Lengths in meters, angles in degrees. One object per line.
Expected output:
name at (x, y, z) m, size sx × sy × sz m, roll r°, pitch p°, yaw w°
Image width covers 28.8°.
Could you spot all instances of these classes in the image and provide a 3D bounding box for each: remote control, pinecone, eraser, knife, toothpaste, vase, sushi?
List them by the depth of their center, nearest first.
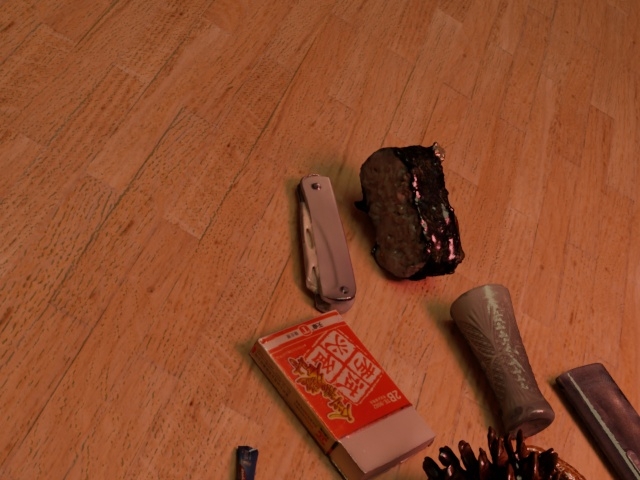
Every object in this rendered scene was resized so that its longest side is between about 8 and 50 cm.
toothpaste at (-0.090, 0.281, 1.498) m, size 0.027 × 0.019 × 0.083 m, roll 4°, pitch 42°, yaw -1°
pinecone at (0.205, 0.326, 1.539) m, size 0.207 × 0.208 × 0.208 m, roll 20°, pitch 40°, yaw -18°
eraser at (0.031, 0.205, 1.653) m, size 0.157 × 0.038 × 0.230 m, roll -17°, pitch 61°, yaw -46°
vase at (0.269, 0.178, 1.818) m, size 0.096 × 0.096 × 0.219 m, roll 5°, pitch 50°, yaw -33°
remote control at (0.487, 0.345, 1.840) m, size 0.107 × 0.044 × 0.377 m, roll -10°, pitch 56°, yaw -35°
knife at (0.003, 0.000, 1.845) m, size 0.073 × 0.041 × 0.266 m, roll 7°, pitch 45°, yaw -16°
sushi at (0.137, -0.038, 1.920) m, size 0.115 × 0.147 × 0.212 m, roll 0°, pitch 67°, yaw -45°

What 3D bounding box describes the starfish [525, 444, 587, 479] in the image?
starfish at (0.363, 0.364, 1.720) m, size 0.238 × 0.057 × 0.213 m, roll -12°, pitch 65°, yaw -42°
